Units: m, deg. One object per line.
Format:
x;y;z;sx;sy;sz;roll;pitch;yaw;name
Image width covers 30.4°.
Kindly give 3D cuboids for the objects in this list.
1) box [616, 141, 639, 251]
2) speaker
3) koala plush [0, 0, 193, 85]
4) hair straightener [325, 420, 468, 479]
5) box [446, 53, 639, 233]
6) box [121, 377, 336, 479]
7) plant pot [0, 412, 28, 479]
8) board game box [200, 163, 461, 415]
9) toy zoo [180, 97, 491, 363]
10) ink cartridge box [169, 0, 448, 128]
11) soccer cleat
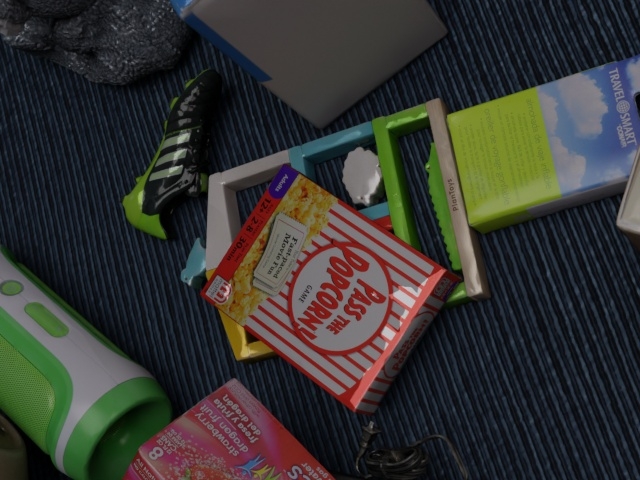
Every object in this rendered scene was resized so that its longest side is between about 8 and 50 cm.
0.315;-0.014;0.807;0.148;0.311;0.121;17;86;29;box
-0.283;0.113;1.162;0.296;0.131;0.131;36;94;28;speaker
-0.251;-0.267;1.186;0.203;0.221;0.196;35;93;28;koala plush
0.037;0.195;0.990;0.230;0.047;0.089;-14;68;51;hair straightener
0.207;-0.083;1.026;0.178;0.042;0.109;-17;72;21;box
-0.042;0.258;0.959;0.257;0.123;0.128;44;135;13;box
-0.384;0.235;1.097;0.284;0.284;0.191;35;89;28;plant pot
0.006;0.041;1.053;0.193;0.045;0.146;34;93;28;board game box
0.000;0.000;1.110;0.293;0.030;0.192;-18;70;21;toy zoo
-0.083;-0.335;1.088;0.166;0.285;0.395;-36;66;12;ink cartridge box
-0.134;-0.085;1.184;0.072;0.060;0.179;30;98;18;soccer cleat
